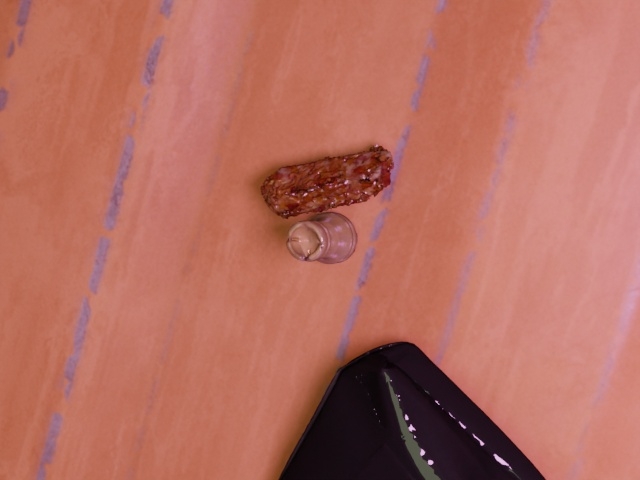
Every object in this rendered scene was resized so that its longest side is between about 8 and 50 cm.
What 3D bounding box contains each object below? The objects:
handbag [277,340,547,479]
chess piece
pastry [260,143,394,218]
[{"bbox_3d":[0.101,0.321,1.609,0.342,0.152,0.288,45,116,10],"label":"handbag"},{"bbox_3d":[0.000,0.000,1.622,0.066,0.122,0.066,1,94,16],"label":"chess piece"},{"bbox_3d":[0.013,-0.067,1.639,0.169,0.087,0.063,-10,124,17],"label":"pastry"}]
